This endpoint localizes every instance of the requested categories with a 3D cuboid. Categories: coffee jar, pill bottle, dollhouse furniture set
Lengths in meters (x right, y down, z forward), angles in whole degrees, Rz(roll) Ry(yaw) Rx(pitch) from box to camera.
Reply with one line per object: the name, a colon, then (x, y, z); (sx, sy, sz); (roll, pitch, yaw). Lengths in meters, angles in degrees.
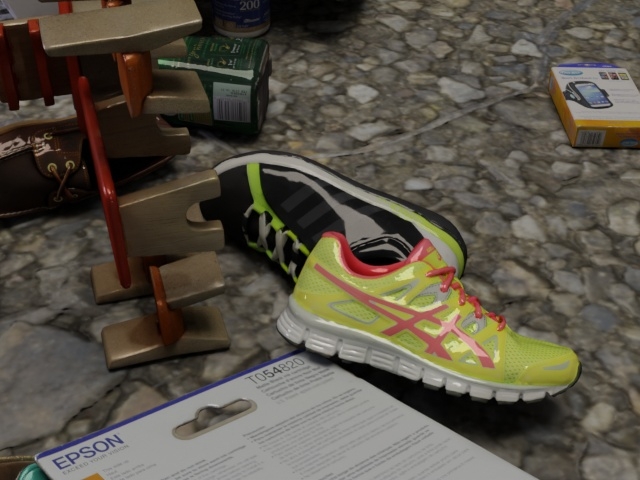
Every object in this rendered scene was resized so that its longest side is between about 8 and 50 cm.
coffee jar: (-0.143, -0.155, 0.952); (0.184, 0.079, 0.096); (6, 41, 3)
pill bottle: (-0.089, -0.292, 1.094); (0.067, 0.120, 0.067); (1, 38, -1)
dollhouse furniture set: (-0.161, -0.075, 0.706); (0.135, 0.262, 0.259); (-11, 40, -13)

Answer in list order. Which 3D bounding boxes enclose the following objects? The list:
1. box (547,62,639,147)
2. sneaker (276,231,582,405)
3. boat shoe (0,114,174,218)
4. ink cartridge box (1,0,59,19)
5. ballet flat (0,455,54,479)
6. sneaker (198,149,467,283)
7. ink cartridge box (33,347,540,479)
box: (0.282, -0.140, 0.999); (0.081, 0.028, 0.136); (1, 36, -2)
sneaker: (0.078, 0.049, 0.669); (0.208, 0.094, 0.081); (15, 4, 6)
boat shoe: (-0.216, -0.068, 0.842); (0.207, 0.073, 0.073); (-29, 45, -33)
ink cartridge box: (-0.200, -0.418, 1.075); (0.395, 0.166, 0.285); (-29, 33, -1)
ballet flat: (-0.184, 0.156, 0.552); (0.206, 0.067, 0.073); (20, 56, -27)
sneaker: (0.000, 0.000, 0.760); (0.235, 0.084, 0.097); (15, 41, 16)
ink cartridge box: (-0.009, 0.152, 0.555); (0.223, 0.045, 0.224); (-17, 32, -41)
